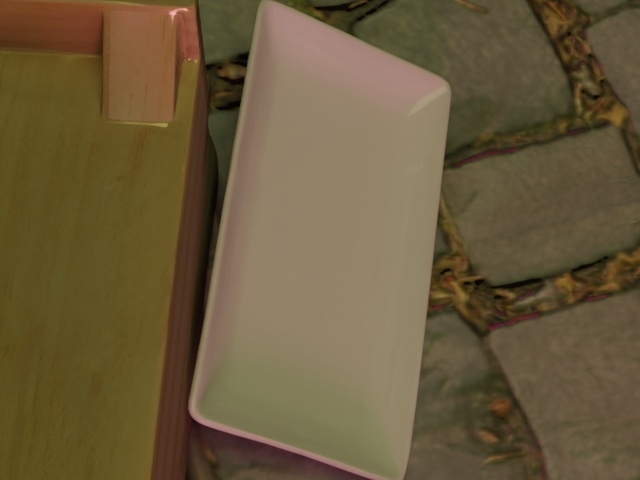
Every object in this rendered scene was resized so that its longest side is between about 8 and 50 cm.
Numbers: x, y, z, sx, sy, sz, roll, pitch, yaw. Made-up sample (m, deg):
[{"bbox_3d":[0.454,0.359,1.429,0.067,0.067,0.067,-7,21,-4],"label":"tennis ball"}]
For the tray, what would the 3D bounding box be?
[{"bbox_3d":[0.000,0.000,0.974,0.145,0.030,0.270,22,62,-27],"label":"tray"}]

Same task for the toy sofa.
[{"bbox_3d":[-0.146,0.052,0.862,0.150,0.177,0.362,3,62,2],"label":"toy sofa"}]
